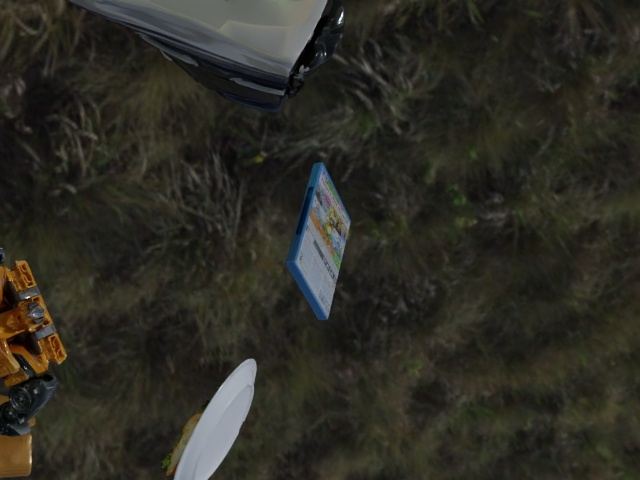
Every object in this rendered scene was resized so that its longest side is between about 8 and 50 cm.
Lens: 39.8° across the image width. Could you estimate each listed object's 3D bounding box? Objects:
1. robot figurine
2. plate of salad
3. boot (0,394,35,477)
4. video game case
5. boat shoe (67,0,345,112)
[{"bbox_3d":[-0.379,0.109,0.895,0.291,0.211,0.085,-20,-177,26],"label":"robot figurine"},{"bbox_3d":[-0.140,0.235,1.120,0.199,0.048,0.200,-59,166,-24],"label":"plate of salad"},{"bbox_3d":[-0.596,0.268,1.481,0.211,0.295,0.104,5,142,-39],"label":"boot"},{"bbox_3d":[0.000,0.000,1.126,0.015,0.166,0.119,-4,139,23],"label":"video game case"},{"bbox_3d":[-0.153,-0.221,0.812,0.341,0.127,0.158,27,163,-4],"label":"boat shoe"}]
